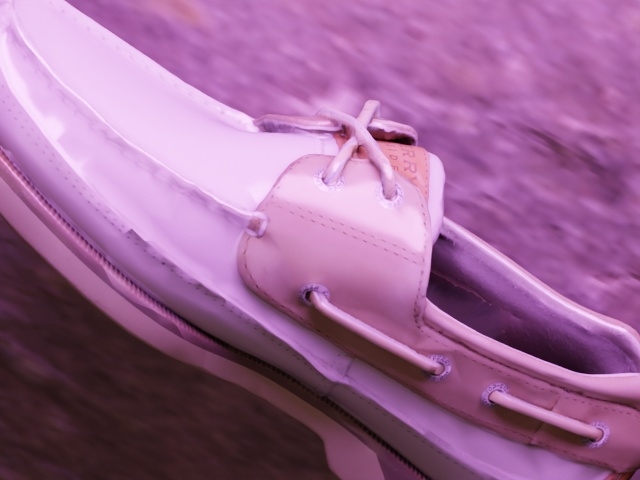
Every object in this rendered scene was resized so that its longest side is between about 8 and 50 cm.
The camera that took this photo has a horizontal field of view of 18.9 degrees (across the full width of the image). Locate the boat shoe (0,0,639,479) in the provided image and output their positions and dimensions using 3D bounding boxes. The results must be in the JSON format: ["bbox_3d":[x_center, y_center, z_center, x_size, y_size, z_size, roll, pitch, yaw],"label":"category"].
[{"bbox_3d":[0.000,0.000,0.677,0.302,0.113,0.103,38,114,-24],"label":"boat shoe"}]
